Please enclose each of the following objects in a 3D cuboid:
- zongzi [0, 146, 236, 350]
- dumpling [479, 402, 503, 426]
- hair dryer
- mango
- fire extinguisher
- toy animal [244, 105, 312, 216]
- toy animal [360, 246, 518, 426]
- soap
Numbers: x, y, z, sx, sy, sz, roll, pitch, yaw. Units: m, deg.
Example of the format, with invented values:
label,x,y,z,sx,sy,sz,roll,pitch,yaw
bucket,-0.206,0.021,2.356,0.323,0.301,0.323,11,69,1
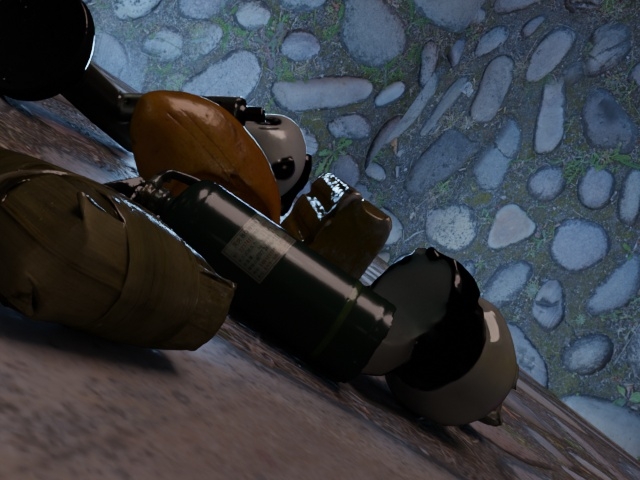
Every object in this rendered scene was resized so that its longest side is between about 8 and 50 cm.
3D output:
label,x,y,z,sx,sy,sz,roll,pitch,yaw
zongzi,-0.151,-0.001,0.480,0.176,0.079,0.160,28,-7,34
dumpling,0.154,0.148,0.992,0.199,0.118,0.136,62,-15,-7
hair dryer,-0.246,-0.229,1.098,0.320,0.283,0.156,34,46,-63
mango,-0.153,-0.094,1.036,0.252,0.154,0.126,49,-12,-36
fire extinguisher,-0.074,0.016,0.743,0.294,0.093,0.118,34,46,-3
toy animal,-0.128,-0.167,1.612,0.212,0.213,0.267,36,-2,9
toy animal,0.117,0.116,0.847,0.179,0.166,0.138,47,12,-29
soap,0.000,0.000,1.026,0.080,0.160,0.257,36,5,-12
